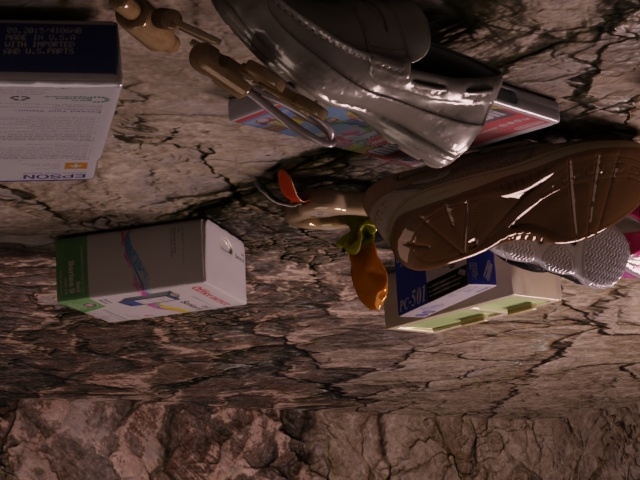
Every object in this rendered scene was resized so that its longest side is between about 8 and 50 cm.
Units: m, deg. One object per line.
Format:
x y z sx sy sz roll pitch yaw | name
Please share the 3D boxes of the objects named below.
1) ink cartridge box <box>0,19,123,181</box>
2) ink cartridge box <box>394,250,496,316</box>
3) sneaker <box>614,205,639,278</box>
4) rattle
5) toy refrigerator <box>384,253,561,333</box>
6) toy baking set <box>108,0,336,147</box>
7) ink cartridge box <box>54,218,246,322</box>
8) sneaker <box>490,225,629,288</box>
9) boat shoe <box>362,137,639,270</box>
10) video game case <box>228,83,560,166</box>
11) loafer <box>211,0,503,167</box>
-0.355 -0.123 1.473 0.324 0.071 0.330 -1 169 -13 | ink cartridge box
0.166 0.037 2.194 0.046 0.097 0.207 2 166 -23 | ink cartridge box
0.418 0.001 2.131 0.252 0.103 0.111 14 161 -28 | sneaker
0.000 0.000 1.933 0.130 0.143 0.199 11 179 24 | rattle
0.217 0.073 2.366 0.102 0.094 0.269 8 162 -39 | toy refrigerator
-0.076 -0.136 1.349 0.196 0.030 0.256 32 180 7 | toy baking set
-0.220 0.041 2.130 0.212 0.093 0.154 -9 165 16 | ink cartridge box
0.235 -0.019 1.966 0.268 0.101 0.153 25 175 -26 | sneaker
0.213 -0.064 1.788 0.341 0.110 0.122 -11 127 -23 | boat shoe
0.078 -0.130 1.638 0.204 0.025 0.285 -16 162 42 | video game case
0.037 -0.163 1.367 0.111 0.112 0.319 -50 140 15 | loafer
